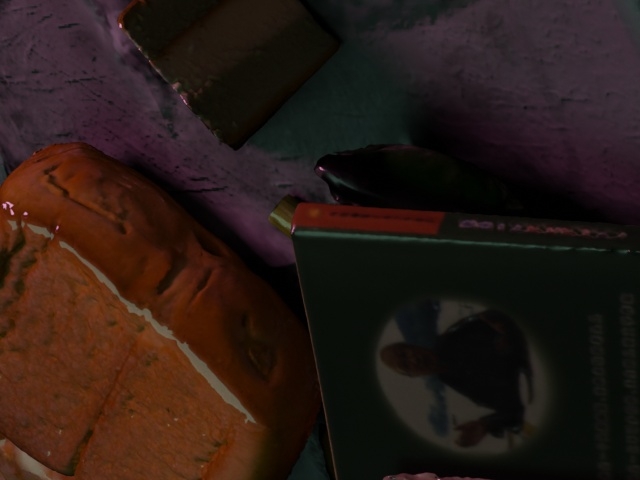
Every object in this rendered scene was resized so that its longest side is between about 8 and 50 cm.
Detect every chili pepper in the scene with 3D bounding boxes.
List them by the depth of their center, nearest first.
[{"bbox_3d":[0.086,0.031,1.256,0.148,0.116,0.264,14,137,20],"label":"chili pepper"}]

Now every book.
[{"bbox_3d":[0.176,0.090,1.165,0.371,0.043,0.260,5,132,15],"label":"book"}]

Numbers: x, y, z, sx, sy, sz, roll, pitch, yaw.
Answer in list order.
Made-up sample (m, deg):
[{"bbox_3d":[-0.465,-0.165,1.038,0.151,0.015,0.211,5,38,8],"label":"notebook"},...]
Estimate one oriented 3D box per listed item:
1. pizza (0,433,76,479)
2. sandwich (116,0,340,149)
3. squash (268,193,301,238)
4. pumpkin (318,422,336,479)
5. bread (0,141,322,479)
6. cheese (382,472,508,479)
[{"bbox_3d":[-0.258,0.341,1.947,0.392,0.080,0.435,38,147,12],"label":"pizza"},{"bbox_3d":[-0.096,-0.108,1.257,0.117,0.144,0.187,50,145,-2],"label":"sandwich"},{"bbox_3d":[0.000,0.000,1.369,0.083,0.027,0.027,39,145,8],"label":"squash"},{"bbox_3d":[0.079,0.242,1.416,0.278,0.163,0.111,-1,129,45],"label":"pumpkin"},{"bbox_3d":[-0.151,0.095,1.527,0.328,0.148,0.337,37,143,6],"label":"bread"},{"bbox_3d":[0.237,0.205,1.200,0.400,0.034,0.085,3,128,15],"label":"cheese"}]
